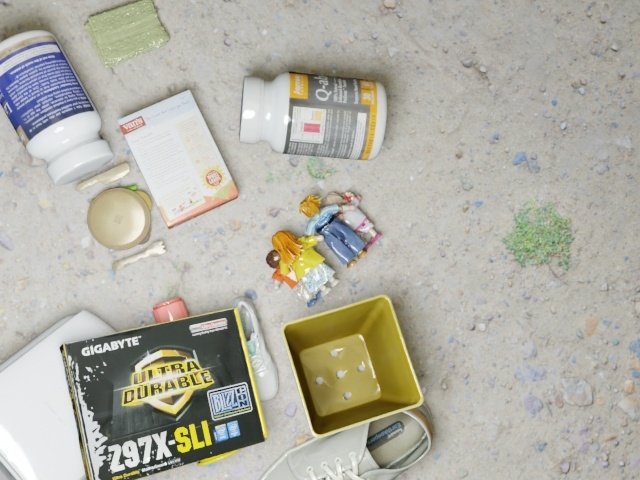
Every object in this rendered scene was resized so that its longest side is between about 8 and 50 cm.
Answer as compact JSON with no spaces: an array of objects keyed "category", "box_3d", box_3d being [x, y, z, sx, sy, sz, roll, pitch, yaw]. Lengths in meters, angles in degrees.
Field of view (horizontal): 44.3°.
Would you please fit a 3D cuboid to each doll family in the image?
[{"category":"doll family","box_3d":[0.000,0.000,1.558,0.163,0.118,0.263,46,81,-3]}]

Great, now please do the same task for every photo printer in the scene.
[{"category":"photo printer","box_3d":[-0.461,0.294,1.427,0.307,0.107,0.256,-41,97,-35]}]

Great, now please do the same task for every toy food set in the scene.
[{"category":"toy food set","box_3d":[-0.392,-0.044,1.549,0.132,0.038,0.192,-23,94,-3]}]

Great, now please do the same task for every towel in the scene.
[{"category":"towel","box_3d":[-0.389,-0.418,1.579,0.148,0.027,0.110,-24,89,-9]}]

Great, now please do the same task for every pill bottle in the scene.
[{"category":"pill bottle","box_3d":[-0.509,-0.247,1.484,0.153,0.153,0.265,-29,90,-10]},{"category":"pill bottle","box_3d":[-0.018,-0.247,1.554,0.278,0.162,0.162,4,85,-8]}]

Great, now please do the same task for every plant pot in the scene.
[{"category":"plant pot","box_3d":[0.047,0.248,1.501,0.212,0.187,0.212,-15,76,-10]}]

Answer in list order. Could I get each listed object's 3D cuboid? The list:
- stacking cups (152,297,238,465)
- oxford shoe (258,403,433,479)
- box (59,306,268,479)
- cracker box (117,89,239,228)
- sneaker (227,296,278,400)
[{"category":"stacking cups","box_3d":[-0.252,0.270,1.519,0.096,0.096,0.316,-22,86,-10]},{"category":"oxford shoe","box_3d":[0.032,0.454,1.525,0.449,0.130,0.169,-33,93,-8]},{"category":"box","box_3d":[-0.279,0.277,1.410,0.321,0.079,0.257,-9,82,-26]},{"category":"cracker box","box_3d":[-0.280,-0.159,1.555,0.155,0.067,0.232,-25,90,-10]},{"category":"sneaker","box_3d":[-0.136,0.215,1.533,0.080,0.094,0.212,-18,89,-11]}]
